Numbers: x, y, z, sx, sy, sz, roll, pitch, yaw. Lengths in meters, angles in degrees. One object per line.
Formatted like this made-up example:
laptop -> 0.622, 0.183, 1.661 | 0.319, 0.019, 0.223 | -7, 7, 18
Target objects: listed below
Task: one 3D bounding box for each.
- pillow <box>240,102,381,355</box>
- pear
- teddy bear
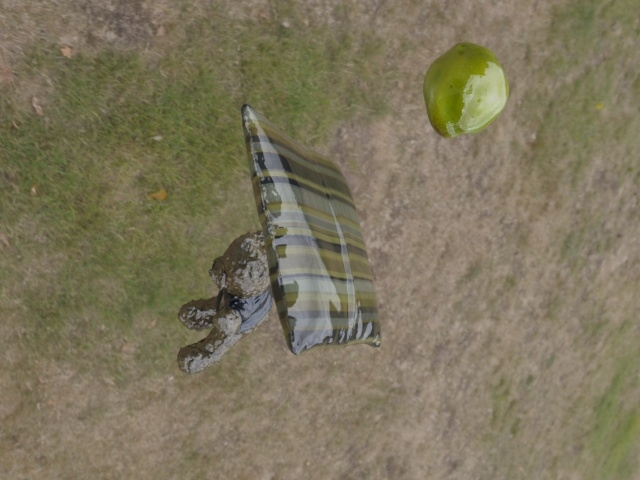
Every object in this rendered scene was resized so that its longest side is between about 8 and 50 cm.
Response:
pillow -> 0.000, 0.000, 0.531 | 0.208, 0.052, 0.212 | 20, 56, -66
pear -> 0.150, -0.152, 0.584 | 0.092, 0.092, 0.097 | 7, 117, -44
teddy bear -> -0.133, 0.092, 0.885 | 0.129, 0.182, 0.251 | 13, 129, -29
